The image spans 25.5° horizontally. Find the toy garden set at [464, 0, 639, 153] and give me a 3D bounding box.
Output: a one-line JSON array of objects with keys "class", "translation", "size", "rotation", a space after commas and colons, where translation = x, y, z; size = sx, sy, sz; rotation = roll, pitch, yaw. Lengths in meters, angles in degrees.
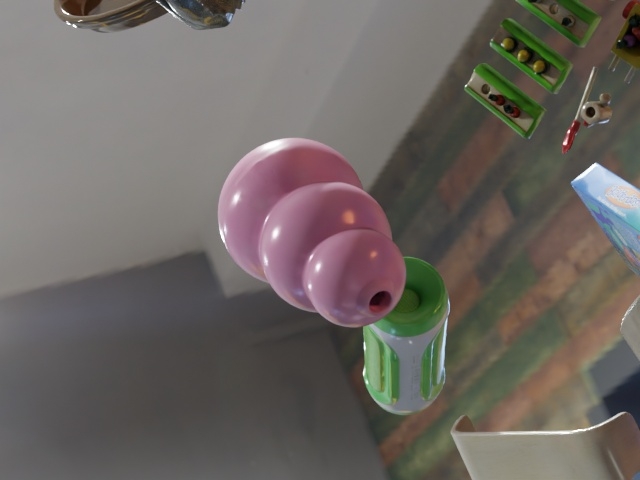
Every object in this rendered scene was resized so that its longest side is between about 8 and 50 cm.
[{"class": "toy garden set", "translation": [0.297, -0.225, 1.708], "size": [0.049, 0.204, 0.244], "rotation": [-10, -45, -51]}]

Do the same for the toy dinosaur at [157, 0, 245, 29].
[{"class": "toy dinosaur", "translation": [-0.129, -0.262, 1.375], "size": [0.121, 0.160, 0.313], "rotation": [-35, 0, -16]}]

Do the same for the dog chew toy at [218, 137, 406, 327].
[{"class": "dog chew toy", "translation": [0.000, 0.000, 1.866], "size": [0.207, 0.332, 0.206], "rotation": [-15, -56, -23]}]

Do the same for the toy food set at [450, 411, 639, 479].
[{"class": "toy food set", "translation": [0.316, 0.319, 1.801], "size": [0.092, 0.219, 0.306], "rotation": [-31, 11, -35]}]

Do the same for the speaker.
[{"class": "speaker", "translation": [0.122, 0.144, 2.042], "size": [0.131, 0.131, 0.296], "rotation": [-19, -30, -8]}]

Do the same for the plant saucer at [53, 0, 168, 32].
[{"class": "plant saucer", "translation": [-0.194, -0.336, 1.698], "size": [0.278, 0.278, 0.041], "rotation": [-26, -58, 11]}]

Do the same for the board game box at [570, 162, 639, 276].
[{"class": "board game box", "translation": [0.401, 0.004, 1.708], "size": [0.047, 0.210, 0.160], "rotation": [-39, -64, 0]}]

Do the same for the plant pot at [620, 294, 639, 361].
[{"class": "plant pot", "translation": [0.633, 0.162, 1.995], "size": [0.323, 0.280, 0.323], "rotation": [-22, -27, -12]}]
